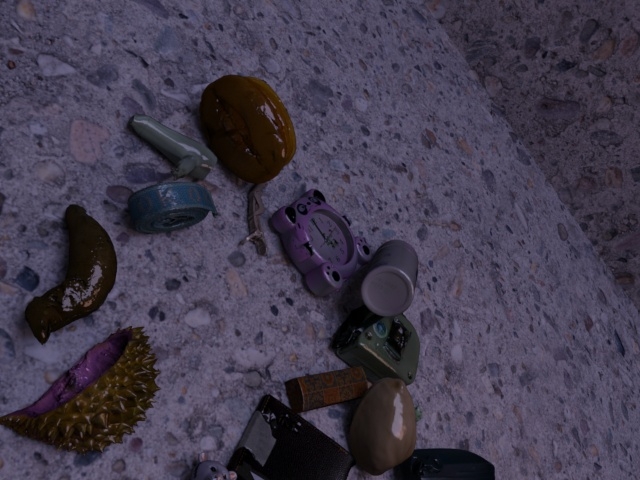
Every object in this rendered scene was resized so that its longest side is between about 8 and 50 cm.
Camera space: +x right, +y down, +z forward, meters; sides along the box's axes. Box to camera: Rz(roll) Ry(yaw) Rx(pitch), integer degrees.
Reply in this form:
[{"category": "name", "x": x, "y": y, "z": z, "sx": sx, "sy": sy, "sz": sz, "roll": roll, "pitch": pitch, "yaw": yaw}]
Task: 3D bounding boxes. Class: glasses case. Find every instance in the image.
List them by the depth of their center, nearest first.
[{"category": "glasses case", "x": 0.020, "y": 0.339, "z": 1.511, "sx": 0.218, "sy": 0.049, "sz": 0.075, "roll": 2, "pitch": 65, "yaw": -46}]

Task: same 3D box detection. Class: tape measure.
[{"category": "tape measure", "x": 0.150, "y": 0.243, "z": 1.660, "sx": 0.235, "sy": 0.115, "sz": 0.207, "roll": 40, "pitch": 45, "yaw": -21}]

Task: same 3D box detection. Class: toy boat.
[{"category": "toy boat", "x": 0.317, "y": 0.577, "z": 1.614, "sx": 0.296, "sy": 0.122, "sz": 0.114, "roll": 13, "pitch": 38, "yaw": -30}]

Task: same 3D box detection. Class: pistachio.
[{"category": "pistachio", "x": 0.148, "y": 0.427, "z": 1.513, "sx": 0.152, "sy": 0.126, "sz": 0.223, "roll": 17, "pitch": 77, "yaw": 3}]

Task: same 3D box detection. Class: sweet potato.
[{"category": "sweet potato", "x": -0.432, "y": 0.064, "z": 1.178, "sx": 0.124, "sy": 0.098, "sz": 0.310, "roll": 26, "pitch": 46, "yaw": -24}]

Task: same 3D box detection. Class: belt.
[{"category": "belt", "x": -0.311, "y": -0.071, "z": 1.353, "sx": 0.163, "sy": 0.148, "sz": 0.082, "roll": 26, "pitch": 45, "yaw": -73}]

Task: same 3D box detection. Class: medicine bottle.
[{"category": "medicine bottle", "x": 0.188, "y": 0.085, "z": 1.717, "sx": 0.130, "sy": 0.130, "sz": 0.341, "roll": 55, "pitch": 15, "yaw": -5}]

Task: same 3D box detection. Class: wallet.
[{"category": "wallet", "x": -0.053, "y": 0.469, "z": 1.345, "sx": 0.262, "sy": 0.071, "sz": 0.221, "roll": 41, "pitch": 43, "yaw": -11}]

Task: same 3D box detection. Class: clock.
[{"category": "clock", "x": -0.173, "y": 0.474, "z": 1.190, "sx": 0.176, "sy": 0.080, "sz": 0.117, "roll": 40, "pitch": 42, "yaw": -3}, {"category": "clock", "x": 0.000, "y": 0.000, "z": 1.676, "sx": 0.248, "sy": 0.090, "sz": 0.227, "roll": 55, "pitch": 39, "yaw": -2}]

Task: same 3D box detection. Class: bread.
[{"category": "bread", "x": -0.174, "y": -0.270, "z": 1.581, "sx": 0.269, "sy": 0.195, "sz": 0.142, "roll": 59, "pitch": 29, "yaw": -5}]

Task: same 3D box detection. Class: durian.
[{"category": "durian", "x": -0.359, "y": 0.264, "z": 1.122, "sx": 0.260, "sy": 0.154, "sz": 0.186, "roll": -59, "pitch": 136, "yaw": -39}]

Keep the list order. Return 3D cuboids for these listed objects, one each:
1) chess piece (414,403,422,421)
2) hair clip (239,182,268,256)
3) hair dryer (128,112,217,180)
[{"category": "chess piece", "x": 0.196, "y": 0.429, "z": 1.597, "sx": 0.067, "sy": 0.103, "sz": 0.067, "roll": 25, "pitch": 50, "yaw": -35}, {"category": "hair clip", "x": -0.160, "y": -0.070, "z": 1.593, "sx": 0.072, "sy": 0.034, "sz": 0.226, "roll": 23, "pitch": 51, "yaw": -35}, {"category": "hair dryer", "x": -0.321, "y": -0.183, "z": 1.404, "sx": 0.206, "sy": 0.075, "sz": 0.237, "roll": 33, "pitch": 15, "yaw": -21}]
